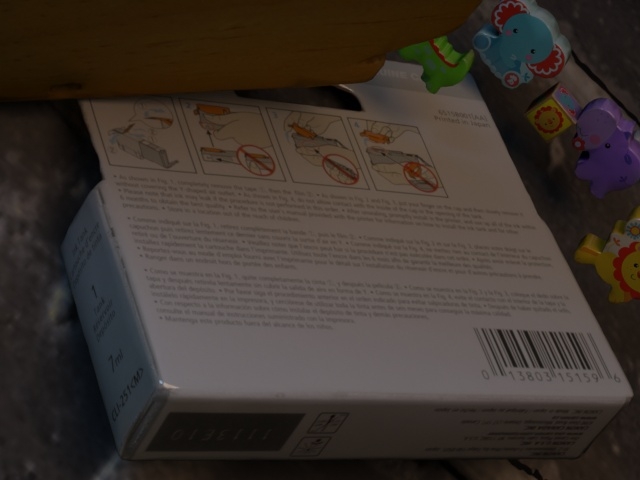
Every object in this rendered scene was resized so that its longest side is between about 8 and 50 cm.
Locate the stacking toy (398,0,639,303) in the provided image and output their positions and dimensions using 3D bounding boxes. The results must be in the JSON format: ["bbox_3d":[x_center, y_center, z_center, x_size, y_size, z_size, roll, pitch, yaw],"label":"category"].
[{"bbox_3d":[0.139,-0.085,0.943,0.221,0.052,0.167,48,33,-9],"label":"stacking toy"}]

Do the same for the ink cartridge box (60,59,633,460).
[{"bbox_3d":[0.000,0.000,0.857,0.275,0.060,0.239,4,46,-32],"label":"ink cartridge box"}]

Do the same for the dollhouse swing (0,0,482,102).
[{"bbox_3d":[-0.079,-0.260,0.687,0.315,0.347,0.305,-5,74,-18],"label":"dollhouse swing"}]
